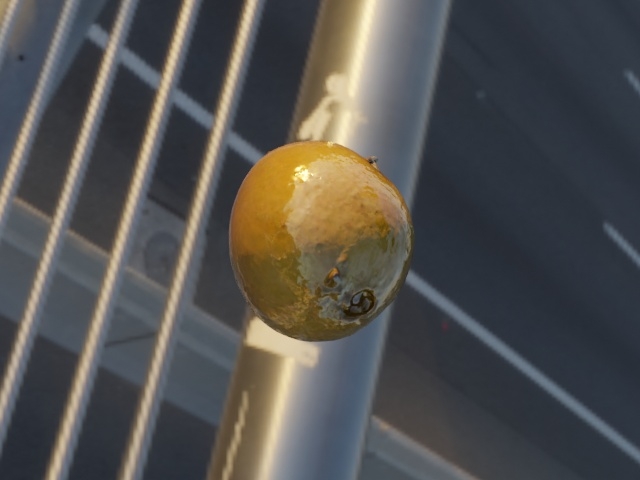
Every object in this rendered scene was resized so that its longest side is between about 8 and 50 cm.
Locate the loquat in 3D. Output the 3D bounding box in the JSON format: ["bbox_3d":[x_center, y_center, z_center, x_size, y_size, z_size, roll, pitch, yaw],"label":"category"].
[{"bbox_3d":[0.000,0.000,0.912,0.141,0.141,0.141,12,74,-52],"label":"loquat"}]
